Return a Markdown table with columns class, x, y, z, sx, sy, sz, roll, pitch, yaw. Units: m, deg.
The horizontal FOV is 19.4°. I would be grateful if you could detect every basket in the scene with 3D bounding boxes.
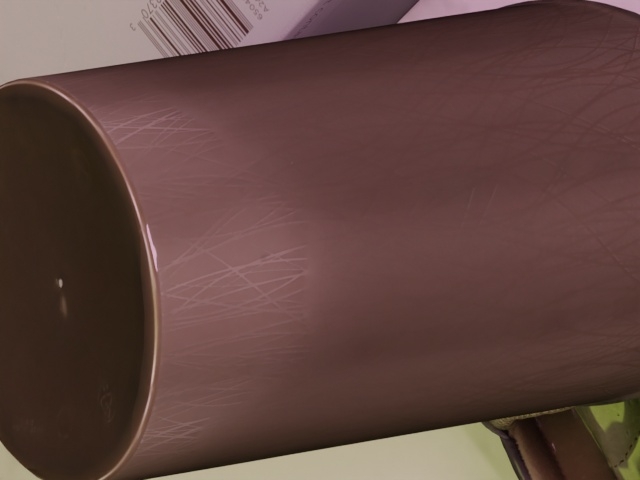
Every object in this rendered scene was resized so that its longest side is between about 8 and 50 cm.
| class | x | y | z | sx | sy | sz | roll | pitch | yaw |
| --- | --- | --- | --- | --- | --- | --- | --- | --- | --- |
| basket | 0.000 | 0.000 | 0.638 | 0.204 | 0.226 | 0.154 | 0 | 97 | 52 |

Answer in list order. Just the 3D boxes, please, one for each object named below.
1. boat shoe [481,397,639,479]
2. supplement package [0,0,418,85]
| class | x | y | z | sx | sy | sz | roll | pitch | yaw |
| --- | --- | --- | --- | --- | --- | --- | --- | --- | --- |
| boat shoe | 0.106 | 0.049 | 0.773 | 0.103 | 0.092 | 0.285 | -22 | 98 | 44 |
| supplement package | -0.047 | -0.164 | 0.740 | 0.204 | 0.145 | 0.262 | 51 | 134 | 4 |
